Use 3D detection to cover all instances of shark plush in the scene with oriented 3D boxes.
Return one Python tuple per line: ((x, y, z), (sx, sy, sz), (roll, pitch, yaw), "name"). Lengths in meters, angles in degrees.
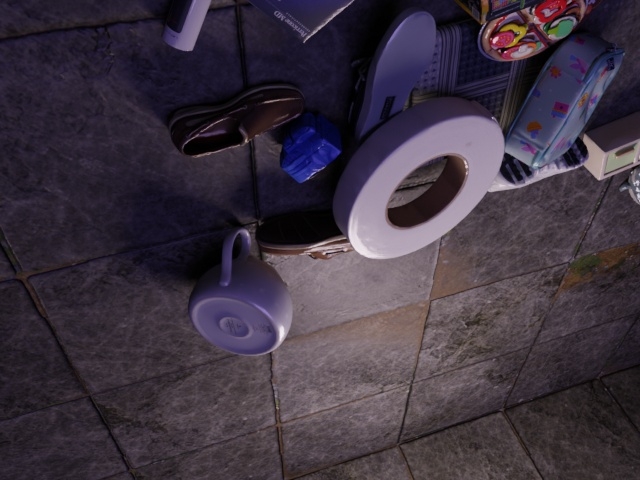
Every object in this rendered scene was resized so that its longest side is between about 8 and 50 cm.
((0.902, -0.174, 1.675), (0.073, 0.067, 0.161), (-10, 138, -17), "shark plush")

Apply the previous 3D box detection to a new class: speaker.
((-0.200, -0.365, 0.934), (0.055, 0.055, 0.136), (8, 130, -33), "speaker")

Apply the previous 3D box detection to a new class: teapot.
((-0.171, 0.125, 1.387), (0.252, 0.187, 0.256), (35, 134, -17), "teapot")

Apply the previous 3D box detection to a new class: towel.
((0.313, -0.314, 1.258), (0.312, 0.056, 0.324), (-17, 137, -13), "towel")

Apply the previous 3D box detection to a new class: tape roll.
((0.209, -0.121, 1.268), (0.392, 0.072, 0.392), (-22, 144, -18), "tape roll")

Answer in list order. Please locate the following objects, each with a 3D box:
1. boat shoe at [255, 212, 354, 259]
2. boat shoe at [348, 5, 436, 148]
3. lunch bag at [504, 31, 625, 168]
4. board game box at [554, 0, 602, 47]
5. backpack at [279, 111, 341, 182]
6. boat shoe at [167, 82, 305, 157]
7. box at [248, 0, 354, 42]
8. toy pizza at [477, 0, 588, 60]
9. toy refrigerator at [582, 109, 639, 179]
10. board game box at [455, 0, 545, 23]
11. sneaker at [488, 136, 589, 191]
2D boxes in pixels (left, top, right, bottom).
((0.000, 0.000, 1.383), (0.307, 0.111, 0.104), (-8, 136, -18), "boat shoe")
((0.119, -0.304, 1.121), (0.113, 0.105, 0.306), (-13, 145, -19), "boat shoe")
((0.517, -0.295, 1.266), (0.224, 0.108, 0.279), (-24, 146, -46), "lunch bag")
((0.509, -0.511, 1.121), (0.145, 0.027, 0.281), (24, 113, -42), "board game box")
((-0.030, -0.183, 1.186), (0.101, 0.098, 0.120), (37, 122, -24), "backpack")
((-0.143, -0.207, 1.099), (0.257, 0.095, 0.095), (-19, 140, -7), "boat shoe")
((-0.011, -0.421, 0.887), (0.207, 0.108, 0.153), (-31, 142, 33), "box")
((0.388, -0.388, 1.101), (0.201, 0.032, 0.201), (-11, 158, -5), "toy pizza")
((0.804, -0.257, 1.518), (0.269, 0.094, 0.102), (-21, 140, -3), "toy refrigerator")
((0.289, -0.439, 1.007), (0.141, 0.170, 0.048), (-23, 138, -4), "board game box")
((0.516, -0.188, 1.459), (0.292, 0.110, 0.118), (-17, 168, -20), "sneaker")
